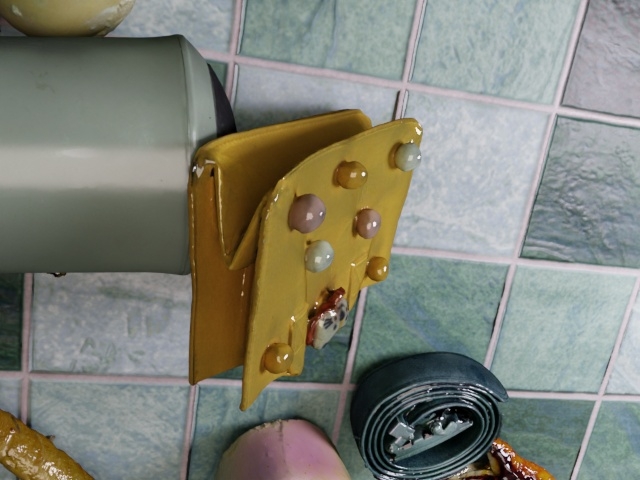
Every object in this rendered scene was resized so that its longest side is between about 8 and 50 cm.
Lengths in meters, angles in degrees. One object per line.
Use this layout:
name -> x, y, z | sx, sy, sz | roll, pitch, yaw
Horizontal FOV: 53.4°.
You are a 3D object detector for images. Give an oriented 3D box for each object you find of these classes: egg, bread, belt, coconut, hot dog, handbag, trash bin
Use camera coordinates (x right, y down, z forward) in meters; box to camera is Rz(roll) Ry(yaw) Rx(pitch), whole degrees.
egg -> -0.287, -0.313, 0.717 | 0.201, 0.164, 0.164 | -25, 116, 32
bread -> 0.358, 0.463, 1.173 | 0.269, 0.095, 0.139 | 42, 94, -7
belt -> 0.180, 0.286, 1.054 | 0.267, 0.116, 0.206 | -15, 114, -4
coconut -> -0.052, 0.426, 0.981 | 0.233, 0.245, 0.233 | -5, 113, -11
hot dog -> -0.440, 0.319, 0.949 | 0.061, 0.088, 0.286 | -44, 115, -1
handbag -> 0.000, 0.000, 0.784 | 0.133, 0.401, 0.283 | 20, 116, 22
trash bin -> -0.307, -0.093, 0.710 | 0.432, 0.280, 0.280 | -2, 109, -18

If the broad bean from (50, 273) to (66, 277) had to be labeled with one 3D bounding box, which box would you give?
broad bean -> -0.435, -0.065, 0.838 | 0.060, 0.043, 0.298 | -27, 113, -13
